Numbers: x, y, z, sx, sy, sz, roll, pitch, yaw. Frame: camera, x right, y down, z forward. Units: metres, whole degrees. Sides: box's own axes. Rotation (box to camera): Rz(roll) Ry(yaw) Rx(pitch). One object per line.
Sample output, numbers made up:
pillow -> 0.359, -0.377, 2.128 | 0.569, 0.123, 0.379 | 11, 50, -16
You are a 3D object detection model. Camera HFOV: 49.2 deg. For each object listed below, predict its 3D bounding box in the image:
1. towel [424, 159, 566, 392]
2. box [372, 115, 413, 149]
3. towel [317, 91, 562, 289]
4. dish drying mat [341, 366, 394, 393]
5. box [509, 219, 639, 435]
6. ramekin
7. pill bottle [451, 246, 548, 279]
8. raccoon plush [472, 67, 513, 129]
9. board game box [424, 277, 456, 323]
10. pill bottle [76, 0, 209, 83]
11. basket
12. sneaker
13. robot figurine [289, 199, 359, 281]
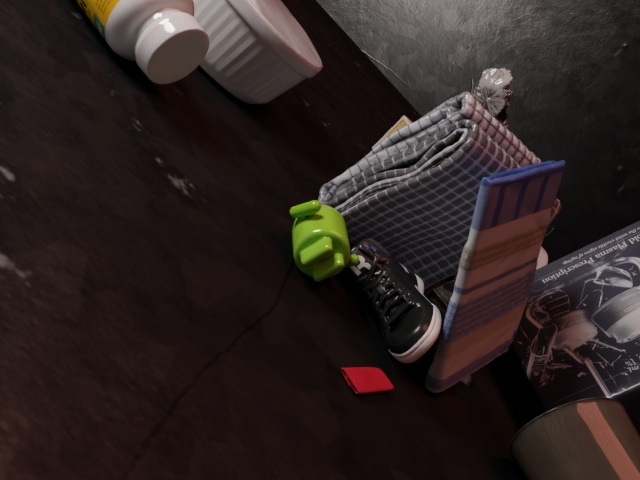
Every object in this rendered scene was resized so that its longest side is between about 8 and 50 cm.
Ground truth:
towel -> 0.217, 0.042, 0.875 | 0.034, 0.285, 0.209 | 27, 28, 35
box -> 0.219, -0.172, 1.598 | 0.103, 0.114, 0.203 | 30, 25, -39
towel -> 0.162, -0.052, 0.993 | 0.235, 0.283, 0.121 | 28, 45, -37
dish drying mat -> 0.050, 0.148, 0.739 | 0.083, 0.008, 0.032 | 14, 37, -58
box -> 0.493, 0.162, 1.123 | 0.179, 0.343, 0.313 | 57, 11, -32
ramekin -> -0.131, -0.341, 1.120 | 0.273, 0.127, 0.273 | 46, 18, -20
pill bottle -> 0.270, -0.039, 1.326 | 0.334, 0.188, 0.188 | 42, 19, -15
raccoon plush -> 0.460, -0.181, 1.759 | 0.216, 0.447, 0.299 | 19, 10, 18
board game box -> 0.242, 0.127, 1.181 | 0.126, 0.026, 0.186 | 52, 19, 13
pill bottle -> -0.227, -0.294, 0.846 | 0.208, 0.117, 0.117 | 52, 19, 14
basket -> 0.350, 0.327, 0.831 | 0.204, 0.154, 0.227 | 34, 26, -45
sneaker -> 0.074, 0.065, 0.869 | 0.121, 0.079, 0.217 | 41, 11, -10
robot figurine -> 0.000, 0.000, 0.833 | 0.101, 0.067, 0.115 | 51, 15, -24
